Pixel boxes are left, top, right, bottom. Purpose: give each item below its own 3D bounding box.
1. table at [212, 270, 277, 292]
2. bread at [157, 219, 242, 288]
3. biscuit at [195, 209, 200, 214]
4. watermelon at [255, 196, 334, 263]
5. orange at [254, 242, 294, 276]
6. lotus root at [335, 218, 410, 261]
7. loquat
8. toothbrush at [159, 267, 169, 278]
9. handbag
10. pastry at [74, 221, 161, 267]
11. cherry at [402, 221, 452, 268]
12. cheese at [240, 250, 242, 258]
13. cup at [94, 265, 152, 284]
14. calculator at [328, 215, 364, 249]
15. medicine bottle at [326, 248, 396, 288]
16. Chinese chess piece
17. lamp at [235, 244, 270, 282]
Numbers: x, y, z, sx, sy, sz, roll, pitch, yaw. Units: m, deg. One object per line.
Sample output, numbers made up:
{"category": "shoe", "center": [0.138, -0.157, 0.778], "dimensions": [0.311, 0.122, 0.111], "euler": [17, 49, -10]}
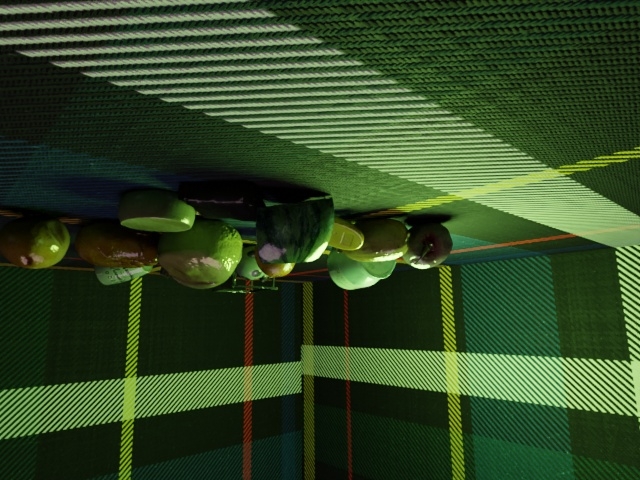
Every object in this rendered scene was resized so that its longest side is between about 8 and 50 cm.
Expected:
{"category": "table", "center": [-0.435, 0.181, 2.508], "dimensions": [0.272, 0.222, 0.335], "euler": [7, 168, -31]}
{"category": "bread", "center": [-0.466, 0.039, 1.703], "dimensions": [0.320, 0.237, 0.320], "euler": [0, 146, 0]}
{"category": "biscuit", "center": [-0.416, -0.100, 1.532], "dimensions": [0.092, 0.016, 0.082], "euler": [-8, 168, 25]}
{"category": "watermelon", "center": [-0.109, -0.045, 1.392], "dimensions": [0.261, 0.213, 0.201], "euler": [-5, -160, -31]}
{"category": "orange", "center": [-0.198, 0.063, 1.936], "dimensions": [0.206, 0.206, 0.206], "euler": [-1, 170, 0]}
{"category": "lotus root", "center": [0.188, 0.005, 1.724], "dimensions": [0.342, 0.169, 0.151], "euler": [-7, -147, 28]}
{"category": "loquat", "center": [-0.990, -0.002, 1.524], "dimensions": [0.213, 0.213, 0.213], "euler": [-1, 170, 0]}
{"category": "toothbrush", "center": [-0.651, 0.069, 1.908], "dimensions": [0.042, 0.035, 0.413], "euler": [36, -170, -20]}
{"category": "handbag", "center": [-0.290, -0.106, 1.325], "dimensions": [0.223, 0.080, 0.247], "euler": [-1, 169, 2]}
{"category": "pastry", "center": [-0.811, 0.024, 1.781], "dimensions": [0.355, 0.164, 0.356], "euler": [2, 170, 0]}
{"category": "cherry", "center": [0.426, 0.018, 1.778], "dimensions": [0.213, 0.184, 0.266], "euler": [-13, -166, 3]}
{"category": "cheese", "center": [-0.475, 0.054, 1.930], "dimensions": [0.247, 0.174, 0.251], "euler": [-5, 174, -33]}
{"category": "cup", "center": [-1.007, 0.096, 2.205], "dimensions": [0.234, 0.186, 0.258], "euler": [-11, 141, 9]}
{"category": "calculator", "center": [0.050, -0.032, 1.640], "dimensions": [0.234, 0.032, 0.146], "euler": [19, 137, 5]}
{"category": "medicine bottle", "center": [0.196, 0.097, 2.053], "dimensions": [0.245, 0.245, 0.290], "euler": [4, 166, -24]}
{"category": "Chinese chess piece", "center": [-0.516, -0.089, 1.372], "dimensions": [0.237, 0.092, 0.238], "euler": [-2, 170, 0]}
{"category": "lamp", "center": [-0.331, 0.127, 2.271], "dimensions": [0.197, 0.198, 0.244], "euler": [-10, 148, 40]}
